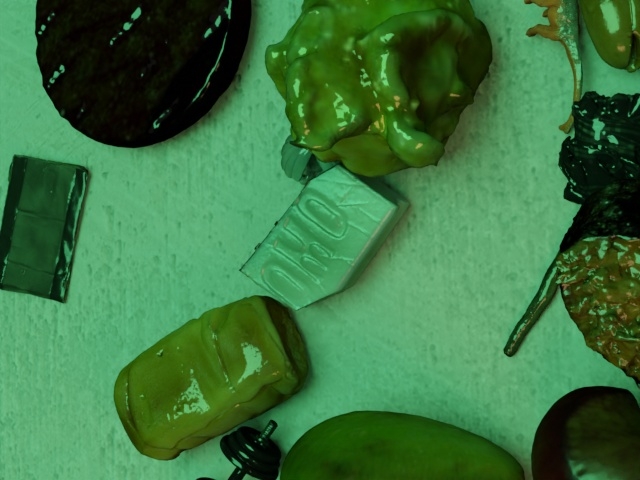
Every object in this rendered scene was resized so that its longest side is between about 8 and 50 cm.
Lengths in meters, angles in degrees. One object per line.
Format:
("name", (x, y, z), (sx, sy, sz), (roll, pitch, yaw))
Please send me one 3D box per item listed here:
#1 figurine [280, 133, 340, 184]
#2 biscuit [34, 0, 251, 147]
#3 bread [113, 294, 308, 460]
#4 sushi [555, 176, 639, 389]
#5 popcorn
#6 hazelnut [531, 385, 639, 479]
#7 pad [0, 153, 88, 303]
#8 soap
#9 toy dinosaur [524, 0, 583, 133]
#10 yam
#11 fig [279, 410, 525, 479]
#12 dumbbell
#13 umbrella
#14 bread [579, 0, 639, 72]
("figurine", (-0.012, -0.129, 1.940), (0.086, 0.082, 0.094), (-17, 65, 44))
("biscuit", (-0.282, -0.347, 2.106), (0.407, 0.091, 0.407), (-3, 85, 29))
("bread", (-0.160, 0.206, 1.943), (0.294, 0.132, 0.167), (-31, 61, 25))
("sushi", (0.435, 0.074, 1.518), (0.348, 0.207, 0.234), (38, 115, -6))
("popcorn", (0.073, -0.228, 1.776), (0.274, 0.279, 0.335), (30, 80, 3))
("hazelnut", (0.370, 0.297, 1.598), (0.251, 0.217, 0.217), (29, 99, 5))
("pad", (-0.471, -0.022, 2.213), (0.174, 0.022, 0.233), (9, 90, 29))
("soap", (0.000, 0.000, 1.877), (0.145, 0.091, 0.230), (37, 106, 10))
("toy dinosaur", (0.316, -0.285, 1.759), (0.101, 0.055, 0.279), (31, 129, 60))
("yam", (0.308, 0.055, 1.757), (0.234, 0.029, 0.027), (-62, 34, 11))
("fig", (0.106, 0.338, 1.712), (0.326, 0.258, 0.258), (-11, 78, 12))
("dumbbell", (-0.124, 0.347, 1.923), (0.099, 0.099, 0.208), (40, 103, 27))
("umbrella", (0.364, -0.022, 1.664), (0.128, 0.154, 0.336), (-178, 98, -70))
("bread", (0.394, -0.314, 1.708), (0.114, 0.077, 0.189), (-2, 75, -9))
